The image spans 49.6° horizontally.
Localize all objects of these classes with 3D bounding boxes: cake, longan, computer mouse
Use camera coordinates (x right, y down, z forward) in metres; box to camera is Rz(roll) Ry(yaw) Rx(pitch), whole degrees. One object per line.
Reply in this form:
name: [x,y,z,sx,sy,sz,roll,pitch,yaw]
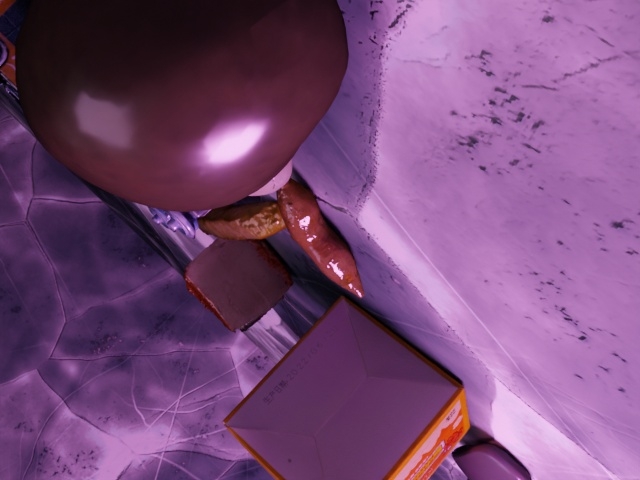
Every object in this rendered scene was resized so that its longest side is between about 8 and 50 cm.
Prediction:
cake: [-0.198,0.043,1.335,0.262,0.158,0.159,24,151,55]
longan: [-0.094,-0.127,0.510,0.246,0.246,0.215,13,112,63]
computer mouse: [0.290,0.401,1.196,0.120,0.057,0.232,43,164,9]

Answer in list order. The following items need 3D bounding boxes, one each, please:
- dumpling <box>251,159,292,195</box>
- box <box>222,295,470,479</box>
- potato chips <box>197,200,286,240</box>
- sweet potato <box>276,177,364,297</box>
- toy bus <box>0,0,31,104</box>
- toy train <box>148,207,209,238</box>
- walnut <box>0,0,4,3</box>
dumpling: [-0.093,-0.105,0.726,0.136,0.118,0.199,5,151,-11]
box: [0.051,0.298,1.111,0.259,0.283,0.214,36,164,29]
potato chips: [-0.161,-0.039,1.180,0.057,0.080,0.407,61,160,-17]
sweet potato: [-0.002,-0.001,0.906,0.065,0.051,0.218,20,151,52]
toy bus: [-0.430,-0.277,1.075,0.275,0.167,0.138,46,165,-13]
toy train: [-0.247,-0.113,1.097,0.202,0.131,0.300,52,163,-17]
walnut: [-0.462,-0.362,0.890,0.141,0.204,0.238,14,-155,-29]
